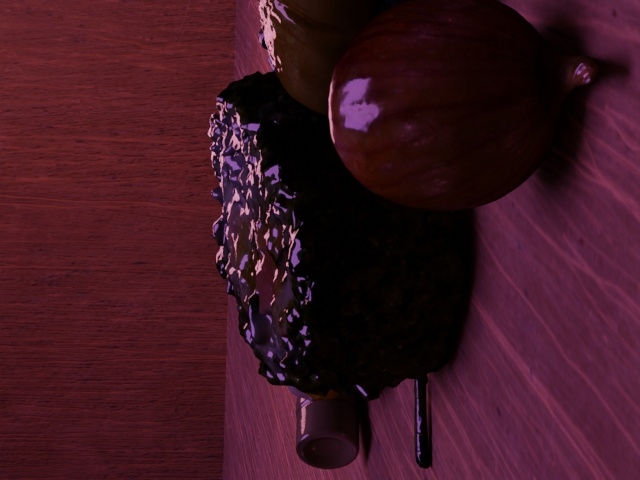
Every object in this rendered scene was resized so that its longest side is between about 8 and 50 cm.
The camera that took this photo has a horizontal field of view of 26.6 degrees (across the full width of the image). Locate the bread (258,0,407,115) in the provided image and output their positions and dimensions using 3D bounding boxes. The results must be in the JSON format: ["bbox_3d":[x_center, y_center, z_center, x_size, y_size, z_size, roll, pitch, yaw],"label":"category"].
[{"bbox_3d":[0.047,-0.286,1.221,0.376,0.208,0.251,94,175,-50],"label":"bread"}]

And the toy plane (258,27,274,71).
[{"bbox_3d":[-0.036,-0.263,2.043,0.271,0.105,0.254,107,147,-50],"label":"toy plane"}]

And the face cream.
[{"bbox_3d":[0.012,0.149,1.840,0.341,0.084,0.137,-89,7,-45],"label":"face cream"}]

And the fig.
[{"bbox_3d":[0.119,-0.105,0.980,0.175,0.207,0.175,34,-130,-55],"label":"fig"}]

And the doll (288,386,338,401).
[{"bbox_3d":[0.012,0.080,1.664,0.252,0.111,0.237,118,169,-74],"label":"doll"}]

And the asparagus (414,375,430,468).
[{"bbox_3d":[0.103,0.119,1.401,0.022,0.023,0.232,0,90,37],"label":"asparagus"}]

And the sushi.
[{"bbox_3d":[0.000,0.000,1.370,0.352,0.178,0.294,-118,27,-49],"label":"sushi"}]
